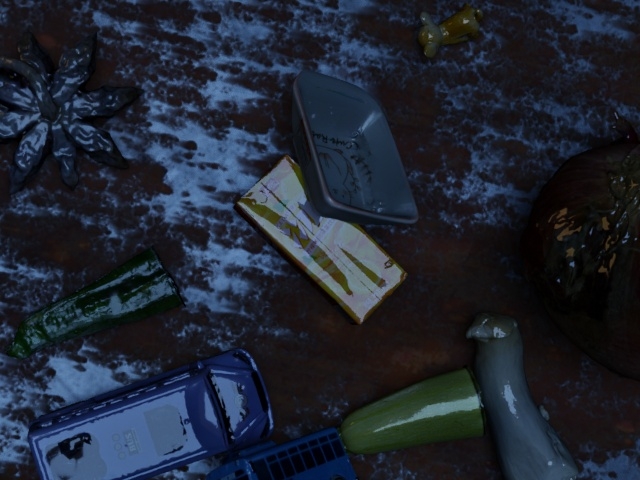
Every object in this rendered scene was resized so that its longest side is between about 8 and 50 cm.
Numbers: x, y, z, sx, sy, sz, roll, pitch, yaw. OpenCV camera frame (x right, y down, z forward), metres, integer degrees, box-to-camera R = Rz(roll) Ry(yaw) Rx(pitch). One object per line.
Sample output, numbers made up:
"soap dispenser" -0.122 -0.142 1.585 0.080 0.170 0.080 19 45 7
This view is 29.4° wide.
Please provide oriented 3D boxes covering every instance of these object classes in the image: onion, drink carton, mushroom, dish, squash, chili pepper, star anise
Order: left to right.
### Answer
"star anise" -0.348 -0.167 1.514 0.262 0.081 0.230 30 94 -8
"chili pepper" -0.288 0.093 1.522 0.226 0.059 0.088 -27 96 -7
"drink carton" 0.000 0.000 1.561 0.223 0.071 0.096 44 83 -3
"dish" 0.025 -0.112 1.539 0.154 0.064 0.234 11 51 -38
"squash" 0.099 0.238 1.566 0.224 0.094 0.094 -18 90 -2
"mushroom" 0.255 0.225 1.578 0.099 0.096 0.278 -19 86 -10
"onion" 0.426 0.008 1.508 0.353 0.353 0.354 0 87 -8

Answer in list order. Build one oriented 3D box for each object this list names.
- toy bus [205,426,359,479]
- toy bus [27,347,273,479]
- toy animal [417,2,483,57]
"toy bus" -0.049 0.295 1.481 0.184 0.090 0.106 -9 74 -50
"toy bus" -0.202 0.230 1.488 0.292 0.133 0.126 -18 90 -9
"toy animal" 0.166 -0.277 1.599 0.083 0.081 0.061 -17 93 -29
